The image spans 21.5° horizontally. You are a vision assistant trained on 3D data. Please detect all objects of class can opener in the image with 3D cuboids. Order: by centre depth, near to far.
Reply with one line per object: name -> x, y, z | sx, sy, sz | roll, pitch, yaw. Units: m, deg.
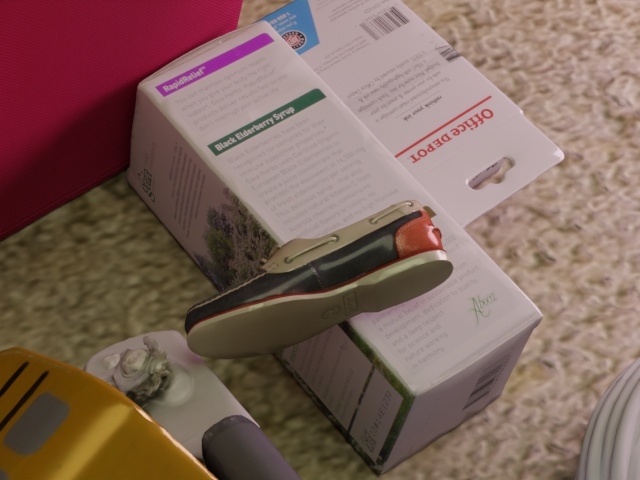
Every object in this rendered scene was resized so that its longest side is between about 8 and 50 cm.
can opener -> -0.043, 0.123, 0.751 | 0.074, 0.093, 0.280 | -27, 32, -16

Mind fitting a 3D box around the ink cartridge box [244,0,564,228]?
ink cartridge box -> 0.043, -0.070, 0.999 | 0.104, 0.060, 0.180 | -32, 68, -31

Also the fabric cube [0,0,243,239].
fabric cube -> -0.205, -0.176, 0.895 | 0.254, 0.258, 0.259 | -33, 68, -29

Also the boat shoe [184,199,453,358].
boat shoe -> -0.004, 0.019, 0.821 | 0.137, 0.049, 0.043 | -19, 63, -10

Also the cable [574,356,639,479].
cable -> 0.251, 0.157, 0.872 | 0.257, 0.089, 0.257 | -33, 69, -29

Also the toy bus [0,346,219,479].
toy bus -> -0.173, 0.200, 0.612 | 0.332, 0.130, 0.108 | -51, 120, -17

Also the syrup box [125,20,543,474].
syrup box -> 0.000, 0.000, 0.919 | 0.096, 0.093, 0.237 | -30, 66, -28
